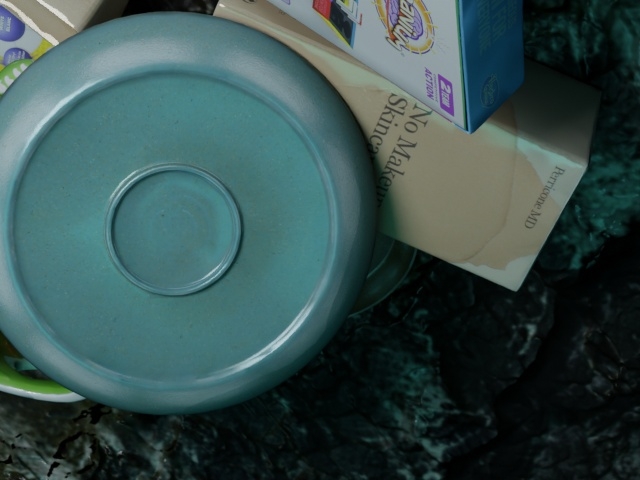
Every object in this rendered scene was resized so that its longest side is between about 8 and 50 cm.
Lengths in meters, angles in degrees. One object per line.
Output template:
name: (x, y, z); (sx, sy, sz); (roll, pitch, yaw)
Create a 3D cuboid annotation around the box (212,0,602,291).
box: (0.054, -0.100, 1.440); (0.311, 0.121, 0.148); (23, 126, -1)

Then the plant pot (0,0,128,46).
plant pot: (-0.198, -0.215, 1.418); (0.109, 0.096, 0.109); (37, 169, 4)

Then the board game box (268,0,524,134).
board game box: (0.000, -0.240, 1.248); (0.316, 0.064, 0.242); (36, 158, 25)

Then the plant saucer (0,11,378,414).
plant saucer: (-0.111, -0.011, 1.358); (0.317, 0.044, 0.318); (-1, 105, -5)

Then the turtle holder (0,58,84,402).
turtle holder: (-0.245, -0.004, 1.497); (0.320, 0.227, 0.243); (26, 141, -13)

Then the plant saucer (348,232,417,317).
plant saucer: (0.000, 0.000, 1.558); (0.168, 0.029, 0.168); (-6, 128, -7)

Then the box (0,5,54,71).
box: (-0.267, -0.194, 1.515); (0.179, 0.043, 0.105); (17, 127, 6)
